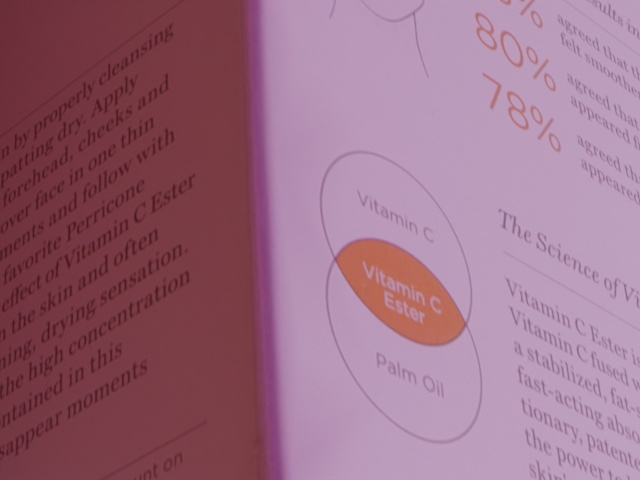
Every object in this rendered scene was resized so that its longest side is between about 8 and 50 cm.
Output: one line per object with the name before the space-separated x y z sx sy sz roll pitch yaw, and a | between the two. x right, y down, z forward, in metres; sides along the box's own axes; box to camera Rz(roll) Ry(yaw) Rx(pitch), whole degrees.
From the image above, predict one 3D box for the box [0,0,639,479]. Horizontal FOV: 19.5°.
box | 0.000 0.000 0.538 0.215 0.168 0.345 28 45 -37
